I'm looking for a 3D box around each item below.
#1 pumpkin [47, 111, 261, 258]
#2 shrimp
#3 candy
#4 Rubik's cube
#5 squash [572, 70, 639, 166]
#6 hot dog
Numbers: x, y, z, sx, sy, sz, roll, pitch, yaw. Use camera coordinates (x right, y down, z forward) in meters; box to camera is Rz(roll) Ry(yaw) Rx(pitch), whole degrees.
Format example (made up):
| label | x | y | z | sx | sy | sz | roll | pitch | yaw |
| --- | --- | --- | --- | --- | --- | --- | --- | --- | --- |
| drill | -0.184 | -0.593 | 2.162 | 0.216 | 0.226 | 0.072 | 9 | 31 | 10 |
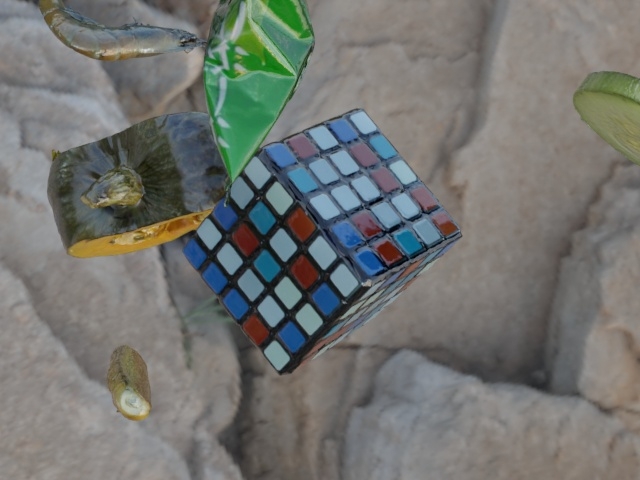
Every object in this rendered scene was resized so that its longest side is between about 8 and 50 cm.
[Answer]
| label | x | y | z | sx | sy | sz | roll | pitch | yaw |
| --- | --- | --- | --- | --- | --- | --- | --- | --- | --- |
| pumpkin | -0.223 | -0.071 | 1.727 | 0.222 | 0.317 | 0.139 | 8 | 72 | -59 |
| shrimp | -0.309 | -0.345 | 2.018 | 0.262 | 0.051 | 0.198 | -8 | 50 | -38 |
| candy | -0.045 | -0.141 | 0.994 | 0.078 | 0.203 | 0.141 | 16 | 24 | 3 |
| Rubik's cube | 0.000 | 0.000 | 1.374 | 0.184 | 0.182 | 0.187 | 50 | 41 | 8 |
| squash | 0.362 | -0.106 | 1.377 | 0.219 | 0.219 | 0.041 | 32 | 88 | -26 |
| hot dog | -0.259 | 0.187 | 1.748 | 0.047 | 0.216 | 0.066 | -38 | 107 | -1 |
